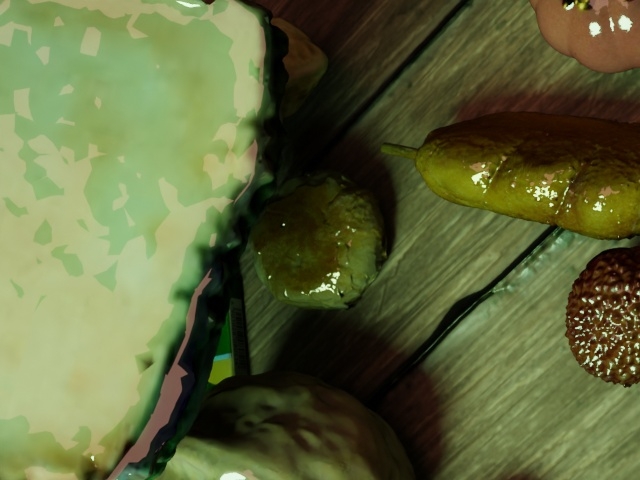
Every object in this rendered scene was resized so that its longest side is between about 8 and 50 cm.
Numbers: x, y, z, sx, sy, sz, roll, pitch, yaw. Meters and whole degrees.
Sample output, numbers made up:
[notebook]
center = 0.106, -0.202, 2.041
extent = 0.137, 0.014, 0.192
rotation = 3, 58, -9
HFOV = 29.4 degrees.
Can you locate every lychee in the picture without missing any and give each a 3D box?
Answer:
[lychee]
center = 0.268, 0.064, 1.034
extent = 0.123, 0.123, 0.129
rotation = 54, 144, 29

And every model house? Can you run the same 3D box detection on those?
[model house]
center = -0.234, 0.005, 1.167
extent = 0.395, 0.400, 0.445
rotation = 9, 82, 2

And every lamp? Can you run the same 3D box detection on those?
[lamp]
center = 0.267, -0.240, 1.079
extent = 0.182, 0.140, 0.182
rotation = -8, 74, 29

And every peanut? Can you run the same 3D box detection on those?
[peanut]
center = -0.095, -0.166, 1.319
extent = 0.253, 0.137, 0.122
rotation = -18, 114, 32

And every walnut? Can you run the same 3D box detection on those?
[walnut]
center = -0.049, 0.250, 1.146
extent = 0.273, 0.227, 0.273
rotation = -9, 76, 39

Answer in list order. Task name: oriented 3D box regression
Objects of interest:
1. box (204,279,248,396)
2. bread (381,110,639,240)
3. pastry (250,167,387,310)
[box]
center = -0.137, 0.169, 1.339
extent = 0.132, 0.034, 0.235
rotation = -16, 72, 31
[bread]
center = 0.204, -0.060, 1.113
extent = 0.344, 0.124, 0.084
rotation = 10, 125, 35
[pastry]
center = -0.001, 0.000, 1.250
extent = 0.153, 0.081, 0.153
rotation = -10, 71, 32
